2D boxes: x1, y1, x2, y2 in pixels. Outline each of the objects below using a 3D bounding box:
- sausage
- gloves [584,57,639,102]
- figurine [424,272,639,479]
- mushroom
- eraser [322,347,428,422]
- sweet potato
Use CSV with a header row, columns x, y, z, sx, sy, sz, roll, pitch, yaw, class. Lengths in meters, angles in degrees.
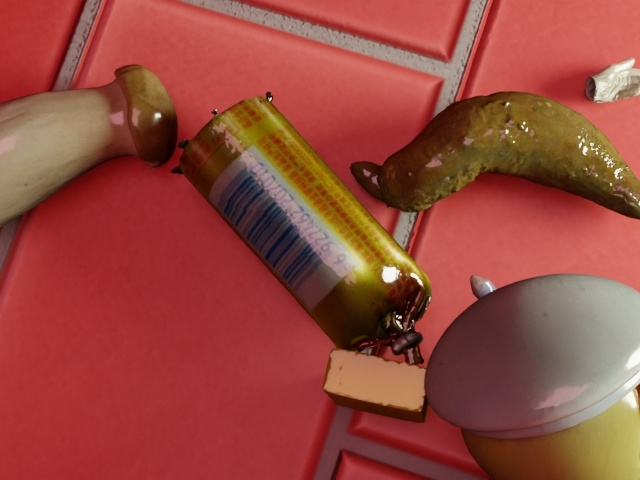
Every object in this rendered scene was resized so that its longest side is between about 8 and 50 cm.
x,y,z,sx,sy,sz,roll,pitch,yaw,class
0.001,-0.001,1.463,0.125,0.117,0.317,-36,79,-33,sausage
0.299,-0.163,1.497,0.081,0.037,0.044,-4,115,-10,gloves
0.197,0.220,1.317,0.224,0.205,0.382,8,97,46,figurine
-0.316,-0.082,1.507,0.350,0.128,0.128,-20,78,-3,mushroom
0.058,0.143,1.422,0.097,0.122,0.045,10,79,9,eraser
0.183,-0.087,1.468,0.310,0.098,0.124,1,101,4,sweet potato
